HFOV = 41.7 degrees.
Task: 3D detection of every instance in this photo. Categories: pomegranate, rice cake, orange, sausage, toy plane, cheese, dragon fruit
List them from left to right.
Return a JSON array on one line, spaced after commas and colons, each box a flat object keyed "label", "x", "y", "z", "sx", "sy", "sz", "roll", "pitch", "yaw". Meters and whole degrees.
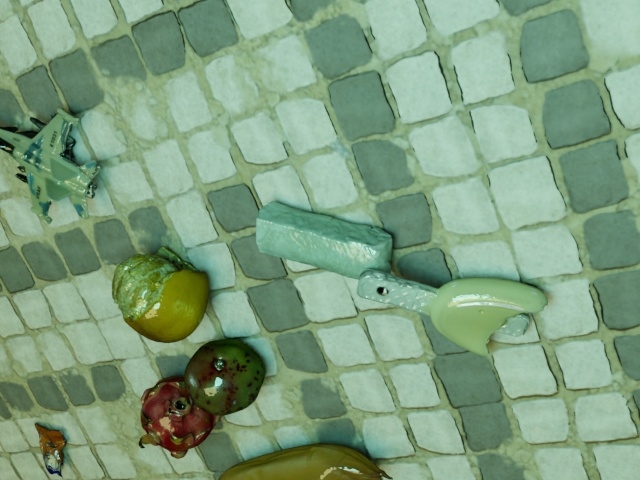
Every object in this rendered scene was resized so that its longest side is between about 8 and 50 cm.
[{"label": "toy plane", "x": -0.446, "y": -0.140, "z": 1.295, "sx": 0.262, "sy": 0.088, "sz": 0.192, "roll": 36, "pitch": 120, "yaw": 17}, {"label": "orange", "x": -0.240, "y": 0.079, "z": 1.268, "sx": 0.156, "sy": 0.134, "sz": 0.156, "roll": 41, "pitch": 169, "yaw": 10}, {"label": "dragon fruit", "x": -0.228, "y": 0.283, "z": 1.368, "sx": 0.133, "sy": 0.136, "sz": 0.166, "roll": 11, "pitch": 159, "yaw": -12}, {"label": "pomegranate", "x": -0.147, "y": 0.217, "z": 1.305, "sx": 0.130, "sy": 0.130, "sz": 0.130, "roll": 11, "pitch": 119, "yaw": 21}, {"label": "sausage", "x": -0.025, "y": 0.382, "z": 1.340, "sx": 0.328, "sy": 0.112, "sz": 0.112, "roll": -23, "pitch": 104, "yaw": 32}, {"label": "rice cake", "x": 0.001, "y": 0.000, "z": 1.154, "sx": 0.206, "sy": 0.063, "sz": 0.069, "roll": 17, "pitch": 129, "yaw": 16}, {"label": "cheese", "x": 0.164, "y": 0.083, "z": 1.103, "sx": 0.235, "sy": 0.050, "sz": 0.127, "roll": 16, "pitch": 131, "yaw": -1}]

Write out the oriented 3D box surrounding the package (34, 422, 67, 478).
[{"label": "package", "x": -0.522, "y": 0.410, "z": 1.640, "sx": 0.077, "sy": 0.033, "sz": 0.110, "roll": 9, "pitch": 107, "yaw": 48}]
